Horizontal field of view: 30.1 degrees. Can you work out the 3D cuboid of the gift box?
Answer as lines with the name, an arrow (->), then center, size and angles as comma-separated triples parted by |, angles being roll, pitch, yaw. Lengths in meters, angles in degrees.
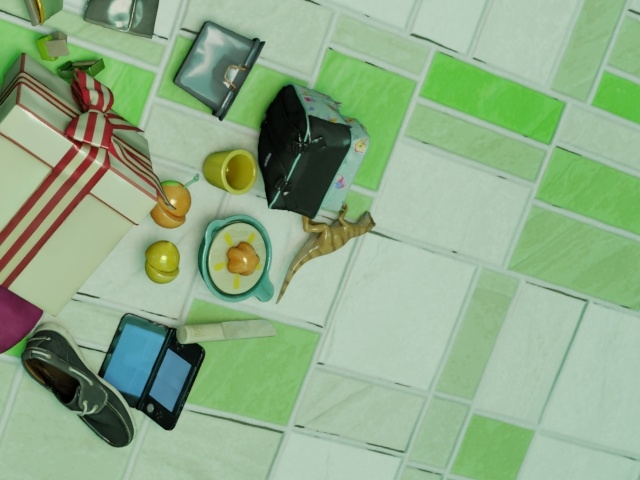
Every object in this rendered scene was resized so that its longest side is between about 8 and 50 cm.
gift box -> -0.359, -0.084, 1.634 | 0.276, 0.255, 0.258 | 33, 106, -29

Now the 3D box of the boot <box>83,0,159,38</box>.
boot -> -0.228, -0.391, 1.692 | 0.190, 0.076, 0.208 | 10, 94, -7

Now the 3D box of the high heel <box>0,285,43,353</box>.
high heel -> -0.549, 0.000, 1.692 | 0.181, 0.127, 0.377 | -35, 111, -39

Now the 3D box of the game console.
game console -> -0.265, 0.204, 1.835 | 0.085, 0.124, 0.144 | 16, 100, -49

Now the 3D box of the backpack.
backpack -> -0.019, -0.139, 1.771 | 0.144, 0.188, 0.166 | 9, 119, -27

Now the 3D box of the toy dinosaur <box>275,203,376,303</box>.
toy dinosaur -> 0.000, 0.000, 1.867 | 0.211, 0.064, 0.112 | -32, 104, -18

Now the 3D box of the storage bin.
storage bin -> -0.154, -0.255, 1.749 | 0.091, 0.098, 0.135 | 28, 94, -13

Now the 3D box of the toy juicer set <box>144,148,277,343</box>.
toy juicer set -> -0.157, 0.041, 1.790 | 0.209, 0.089, 0.329 | -26, 115, -37

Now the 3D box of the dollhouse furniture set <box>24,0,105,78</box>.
dollhouse furniture set -> -0.358, -0.300, 1.663 | 0.059, 0.076, 0.151 | -1, 120, 25

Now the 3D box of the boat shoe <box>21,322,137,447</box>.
boat shoe -> -0.367, 0.235, 1.797 | 0.084, 0.079, 0.233 | -26, 114, 22
